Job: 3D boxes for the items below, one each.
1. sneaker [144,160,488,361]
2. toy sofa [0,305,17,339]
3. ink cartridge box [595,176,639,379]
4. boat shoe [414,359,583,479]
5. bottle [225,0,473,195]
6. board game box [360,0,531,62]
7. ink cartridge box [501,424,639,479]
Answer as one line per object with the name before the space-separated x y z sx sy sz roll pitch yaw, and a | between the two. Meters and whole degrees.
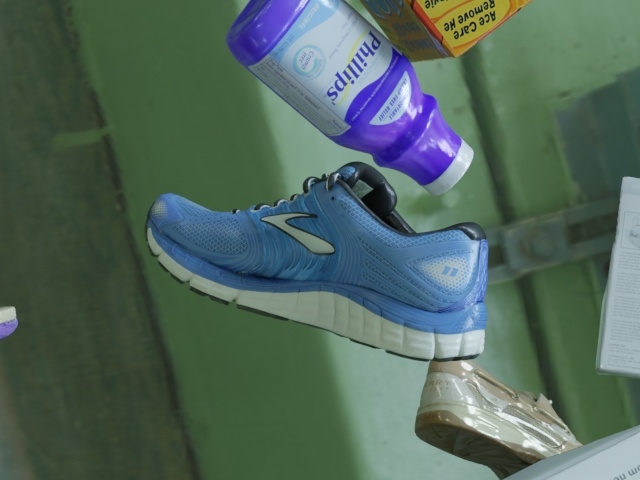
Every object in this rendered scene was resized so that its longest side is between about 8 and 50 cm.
sneaker | 0.000 0.000 1.246 0.130 0.330 0.147 9 94 -66
toy sofa | -0.446 0.172 1.396 0.362 0.177 0.150 -24 109 -66
ink cartridge box | 0.432 0.054 1.694 0.189 0.066 0.232 7 80 6
boat shoe | 0.257 0.237 1.781 0.341 0.122 0.110 32 56 -37
bottle | 0.038 -0.157 1.492 0.283 0.092 0.118 40 76 -18
board game box | 0.153 -0.443 1.583 0.356 0.356 0.356 -38 98 0
ink cartridge box | 0.222 0.349 1.035 0.160 0.279 0.384 -23 80 -14
